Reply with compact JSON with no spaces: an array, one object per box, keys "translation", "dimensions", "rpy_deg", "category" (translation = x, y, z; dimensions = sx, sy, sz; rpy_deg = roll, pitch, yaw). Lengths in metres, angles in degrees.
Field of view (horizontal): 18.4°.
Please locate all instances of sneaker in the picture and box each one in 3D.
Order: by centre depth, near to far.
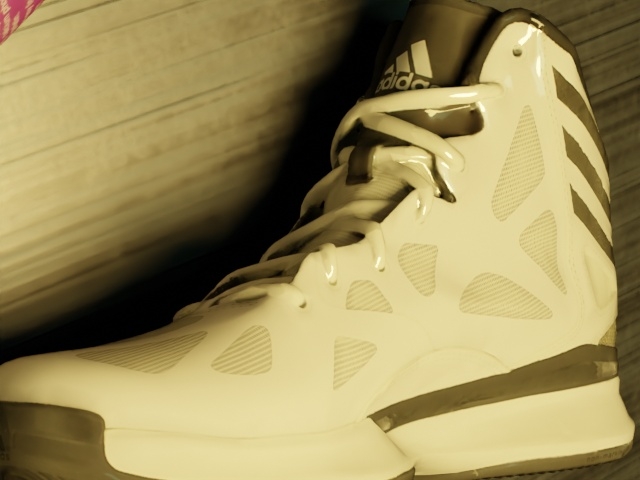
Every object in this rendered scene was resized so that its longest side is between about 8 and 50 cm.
[{"translation":[0.000,0.000,1.013],"dimensions":[0.447,0.169,0.258],"rpy_deg":[-2,91,-49],"category":"sneaker"}]

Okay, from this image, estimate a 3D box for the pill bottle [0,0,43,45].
[{"translation":[-0.208,-0.113,0.779],"dimensions":[0.301,0.169,0.169],"rpy_deg":[-50,126,-23],"category":"pill bottle"}]
